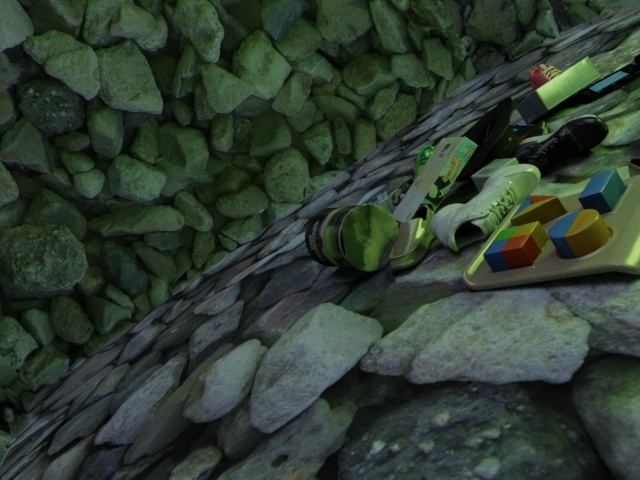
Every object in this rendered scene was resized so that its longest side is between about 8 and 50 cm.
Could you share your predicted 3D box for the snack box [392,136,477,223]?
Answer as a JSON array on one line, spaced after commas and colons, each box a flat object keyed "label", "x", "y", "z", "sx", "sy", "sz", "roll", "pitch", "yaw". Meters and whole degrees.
[{"label": "snack box", "x": 0.361, "y": -0.184, "z": 1.550, "sx": 0.322, "sy": 0.060, "sz": 0.187, "roll": -57, "pitch": 12, "yaw": 5}]

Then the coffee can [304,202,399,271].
[{"label": "coffee can", "x": 0.093, "y": -0.010, "z": 1.514, "sx": 0.201, "sy": 0.202, "sz": 0.275, "roll": -38, "pitch": 14, "yaw": -19}]

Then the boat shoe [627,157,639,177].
[{"label": "boat shoe", "x": 0.687, "y": -0.150, "z": 0.977, "sx": 0.050, "sy": 0.045, "sz": 0.135, "roll": -35, "pitch": 14, "yaw": -9}]

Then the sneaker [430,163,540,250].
[{"label": "sneaker", "x": 0.435, "y": -0.073, "z": 1.211, "sx": 0.305, "sy": 0.114, "sz": 0.152, "roll": -36, "pitch": 26, "yaw": 9}]

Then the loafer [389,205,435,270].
[{"label": "loafer", "x": 0.260, "y": -0.010, "z": 1.365, "sx": 0.101, "sy": 0.092, "sz": 0.268, "roll": -20, "pitch": 18, "yaw": 43}]

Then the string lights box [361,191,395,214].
[{"label": "string lights box", "x": 0.166, "y": -0.086, "z": 1.880, "sx": 0.259, "sy": 0.077, "sz": 0.133, "roll": -30, "pitch": 12, "yaw": 10}]

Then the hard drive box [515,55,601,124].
[{"label": "hard drive box", "x": 0.876, "y": -0.553, "z": 1.777, "sx": 0.232, "sy": 0.089, "sz": 0.181, "roll": -33, "pitch": -3, "yaw": -1}]

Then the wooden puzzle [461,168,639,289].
[{"label": "wooden puzzle", "x": 0.486, "y": -0.035, "z": 0.960, "sx": 0.322, "sy": 0.081, "sz": 0.347, "roll": -41, "pitch": 16, "yaw": -32}]

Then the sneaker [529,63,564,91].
[{"label": "sneaker", "x": 0.962, "y": -0.678, "z": 2.012, "sx": 0.115, "sy": 0.136, "sz": 0.314, "roll": -32, "pitch": 13, "yaw": 6}]

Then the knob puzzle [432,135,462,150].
[{"label": "knob puzzle", "x": 0.584, "y": -0.462, "z": 2.350, "sx": 0.213, "sy": 0.030, "sz": 0.213, "roll": -31, "pitch": 14, "yaw": 9}]

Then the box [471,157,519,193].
[{"label": "box", "x": 0.513, "y": -0.175, "z": 1.373, "sx": 0.101, "sy": 0.087, "sz": 0.101, "roll": -34, "pitch": 13, "yaw": -7}]

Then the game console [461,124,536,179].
[{"label": "game console", "x": 0.614, "y": -0.356, "z": 1.847, "sx": 0.341, "sy": 0.060, "sz": 0.386, "roll": -32, "pitch": 14, "yaw": 6}]

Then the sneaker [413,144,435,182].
[{"label": "sneaker", "x": 0.404, "y": -0.276, "z": 1.800, "sx": 0.109, "sy": 0.124, "sz": 0.296, "roll": 2, "pitch": 31, "yaw": 0}]

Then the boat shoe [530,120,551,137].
[{"label": "boat shoe", "x": 0.731, "y": -0.350, "z": 1.577, "sx": 0.056, "sy": 0.049, "sz": 0.152, "roll": -46, "pitch": 7, "yaw": 38}]

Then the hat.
[{"label": "hat", "x": 0.543, "y": -0.287, "z": 1.538, "sx": 0.332, "sy": 0.133, "sz": 0.331, "roll": -58, "pitch": 9, "yaw": 14}]

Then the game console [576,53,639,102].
[{"label": "game console", "x": 1.066, "y": -0.577, "z": 1.620, "sx": 0.361, "sy": 0.044, "sz": 0.213, "roll": -29, "pitch": 14, "yaw": 18}]

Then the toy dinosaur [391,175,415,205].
[{"label": "toy dinosaur", "x": 0.392, "y": -0.240, "z": 1.954, "sx": 0.268, "sy": 0.064, "sz": 0.118, "roll": -36, "pitch": 7, "yaw": -27}]

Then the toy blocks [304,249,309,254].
[{"label": "toy blocks", "x": 0.000, "y": 0.000, "z": 1.980, "sx": 0.123, "sy": 0.054, "sz": 0.148, "roll": -36, "pitch": 7, "yaw": 46}]

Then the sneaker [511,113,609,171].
[{"label": "sneaker", "x": 0.645, "y": -0.241, "z": 1.318, "sx": 0.124, "sy": 0.107, "sz": 0.283, "roll": -47, "pitch": 10, "yaw": -24}]
